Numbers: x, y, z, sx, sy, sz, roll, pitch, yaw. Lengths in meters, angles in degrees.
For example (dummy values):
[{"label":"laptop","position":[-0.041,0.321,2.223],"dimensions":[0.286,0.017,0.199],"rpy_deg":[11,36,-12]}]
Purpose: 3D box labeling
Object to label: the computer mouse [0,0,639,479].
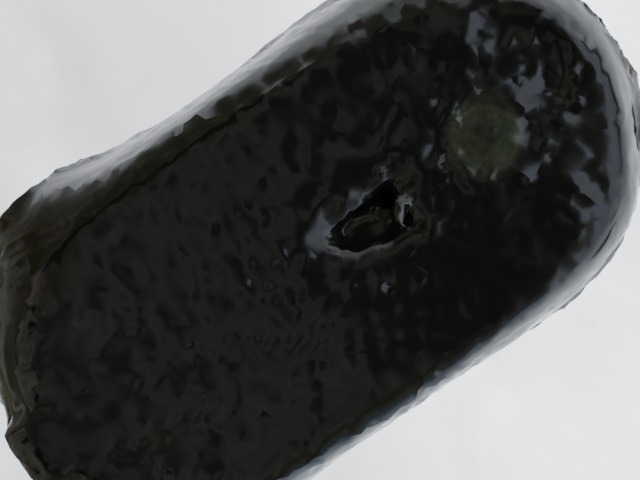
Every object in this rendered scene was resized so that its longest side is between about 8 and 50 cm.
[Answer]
[{"label":"computer mouse","position":[0.000,0.000,0.542],"dimensions":[0.183,0.323,0.116],"rpy_deg":[57,-7,-1]}]
